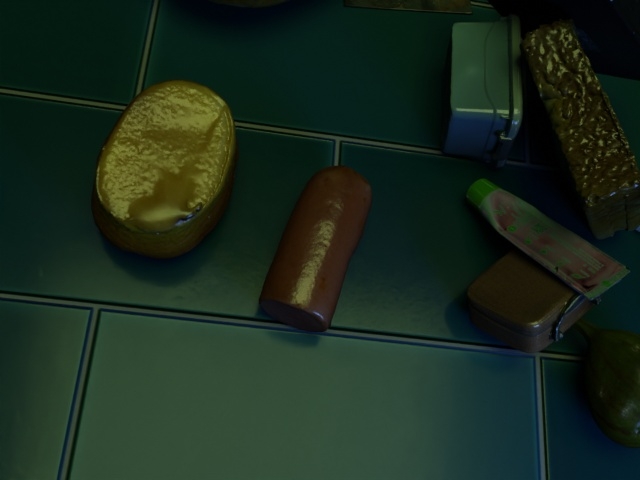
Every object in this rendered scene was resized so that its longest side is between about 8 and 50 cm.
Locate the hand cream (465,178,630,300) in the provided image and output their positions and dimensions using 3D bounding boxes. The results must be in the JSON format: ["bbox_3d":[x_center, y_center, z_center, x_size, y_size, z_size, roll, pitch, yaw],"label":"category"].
[{"bbox_3d":[0.334,-0.009,1.118,0.079,0.050,0.275,-47,51,1],"label":"hand cream"}]

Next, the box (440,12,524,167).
[{"bbox_3d":[0.271,-0.248,1.219,0.130,0.162,0.227,3,67,3],"label":"box"}]

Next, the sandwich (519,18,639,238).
[{"bbox_3d":[0.412,-0.162,1.155,0.099,0.271,0.301,-20,69,15],"label":"sandwich"}]

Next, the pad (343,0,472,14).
[{"bbox_3d":[0.151,-0.591,1.418,0.248,0.007,0.367,0,68,-10],"label":"pad"}]

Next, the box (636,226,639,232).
[{"bbox_3d":[0.587,-0.074,1.261,0.084,0.040,0.154,33,68,6],"label":"box"}]

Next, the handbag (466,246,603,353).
[{"bbox_3d":[0.328,0.077,1.104,0.193,0.072,0.151,-31,42,-21],"label":"handbag"}]

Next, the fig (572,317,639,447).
[{"bbox_3d":[0.433,0.178,1.103,0.151,0.151,0.259,-20,50,-17],"label":"fig"}]

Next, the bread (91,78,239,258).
[{"bbox_3d":[-0.223,-0.105,1.079,0.195,0.142,0.269,21,68,-3],"label":"bread"}]

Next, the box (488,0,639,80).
[{"bbox_3d":[0.406,-0.357,1.175,0.290,0.289,0.073,30,91,-38],"label":"box"}]

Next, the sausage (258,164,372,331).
[{"bbox_3d":[0.000,0.000,1.094,0.114,0.113,0.259,21,67,-1],"label":"sausage"}]

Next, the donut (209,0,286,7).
[{"bbox_3d":[-0.120,-0.593,1.268,0.449,0.198,0.448,3,68,-7],"label":"donut"}]
